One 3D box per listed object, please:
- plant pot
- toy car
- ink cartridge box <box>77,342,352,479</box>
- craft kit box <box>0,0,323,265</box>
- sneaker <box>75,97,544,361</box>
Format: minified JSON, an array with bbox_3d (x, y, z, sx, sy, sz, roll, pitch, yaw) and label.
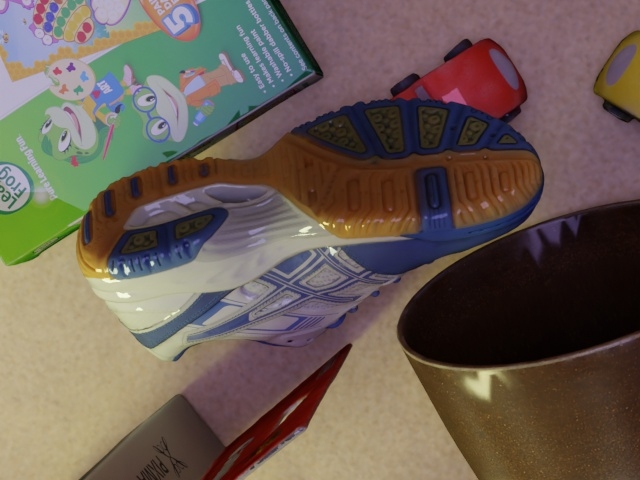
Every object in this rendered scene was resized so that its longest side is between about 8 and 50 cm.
[{"bbox_3d":[0.186,0.122,0.838,0.215,0.215,0.231,-19,107,8],"label":"plant pot"},{"bbox_3d":[0.154,-0.157,0.876,0.238,0.053,0.225,0,95,6],"label":"toy car"},{"bbox_3d":[-0.098,0.139,0.819,0.239,0.275,0.060,-42,89,8],"label":"ink cartridge box"},{"bbox_3d":[-0.166,-0.151,0.914,0.246,0.061,0.250,-32,91,11],"label":"craft kit box"},{"bbox_3d":[0.000,0.000,0.883,0.296,0.112,0.131,-10,135,13],"label":"sneaker"}]
